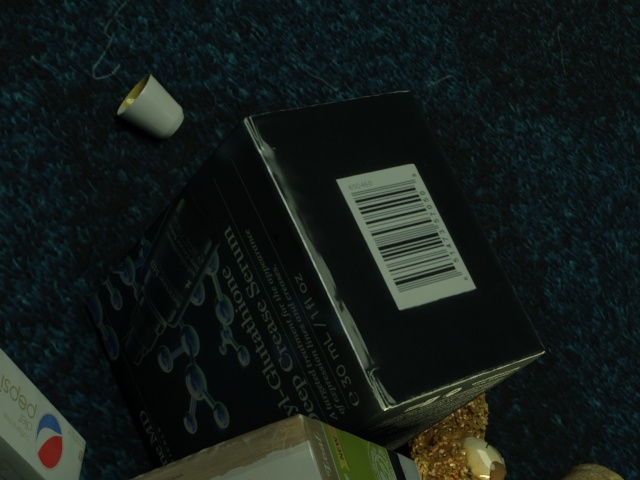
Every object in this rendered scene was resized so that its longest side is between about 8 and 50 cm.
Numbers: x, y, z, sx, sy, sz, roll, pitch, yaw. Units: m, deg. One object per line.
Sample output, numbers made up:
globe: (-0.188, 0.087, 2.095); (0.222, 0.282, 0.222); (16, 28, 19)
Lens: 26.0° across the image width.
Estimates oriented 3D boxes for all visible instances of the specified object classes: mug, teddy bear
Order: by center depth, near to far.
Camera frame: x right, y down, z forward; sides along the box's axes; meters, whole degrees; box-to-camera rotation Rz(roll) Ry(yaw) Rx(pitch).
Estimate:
teddy bear: (0.149, 0.177, 1.566); (0.113, 0.245, 0.338); (4, 29, 0)
mug: (-0.194, -0.159, 1.645); (0.064, 0.062, 0.078); (39, 54, -19)

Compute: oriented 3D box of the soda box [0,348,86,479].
soda box: (-0.296, 0.171, 1.280); (0.216, 0.069, 0.073); (63, 26, -50)

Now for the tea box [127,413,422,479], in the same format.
tea box: (-0.076, 0.320, 1.167); (0.323, 0.329, 0.219); (38, 31, -66)

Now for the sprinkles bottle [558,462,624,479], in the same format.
sprinkles bottle: (0.219, 0.371, 1.554); (0.355, 0.121, 0.121); (-22, 76, -41)

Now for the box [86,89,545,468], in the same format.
box: (-0.024, 0.083, 1.380); (0.212, 0.395, 0.293); (-14, 71, -38)
